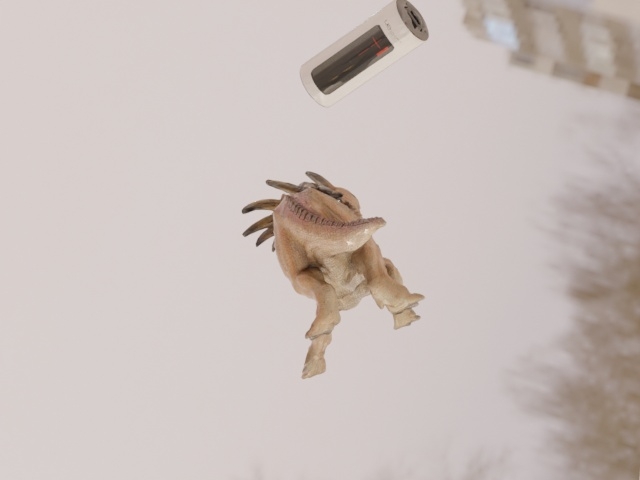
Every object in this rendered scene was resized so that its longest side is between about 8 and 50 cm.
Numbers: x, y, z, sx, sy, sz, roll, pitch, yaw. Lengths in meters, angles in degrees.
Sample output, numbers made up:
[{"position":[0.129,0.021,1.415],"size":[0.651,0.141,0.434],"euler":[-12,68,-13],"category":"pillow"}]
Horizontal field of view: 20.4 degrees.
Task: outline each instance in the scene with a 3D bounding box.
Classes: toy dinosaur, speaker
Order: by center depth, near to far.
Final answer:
[{"position":[0.000,0.000,1.662],"size":[0.296,0.127,0.200],"euler":[82,165,-74],"category":"toy dinosaur"},{"position":[0.046,-0.195,1.846],"size":[0.136,0.055,0.055],"euler":[-32,1,28],"category":"speaker"}]
